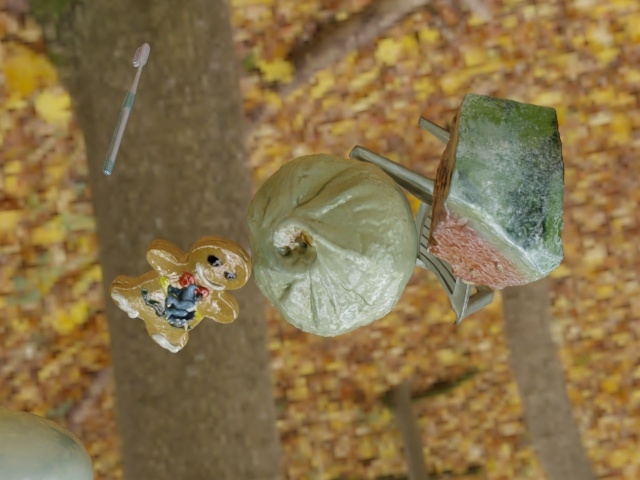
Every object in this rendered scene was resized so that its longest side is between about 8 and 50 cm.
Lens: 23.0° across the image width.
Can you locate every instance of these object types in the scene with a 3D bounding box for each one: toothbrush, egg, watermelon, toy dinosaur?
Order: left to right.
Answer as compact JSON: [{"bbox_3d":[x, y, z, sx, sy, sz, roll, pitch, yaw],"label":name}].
[{"bbox_3d":[-0.473,0.330,2.049,0.371,0.230,0.230,-14,167,10],"label":"egg"},{"bbox_3d":[-0.200,-0.135,1.608,0.014,0.167,0.011,-17,139,38],"label":"toothbrush"},{"bbox_3d":[-0.180,0.083,2.062,0.047,0.030,0.083,4,137,-12],"label":"toy dinosaur"},{"bbox_3d":[0.183,-0.036,1.837,0.140,0.193,0.256,8,163,-12],"label":"watermelon"}]

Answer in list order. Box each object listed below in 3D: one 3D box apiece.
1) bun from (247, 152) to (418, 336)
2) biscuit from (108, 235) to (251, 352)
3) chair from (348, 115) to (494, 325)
[{"bbox_3d":[0.000,0.000,1.628,0.195,0.195,0.118,-18,166,36],"label":"bun"},{"bbox_3d":[-0.185,0.068,2.150,0.158,0.035,0.240,40,133,-16],"label":"biscuit"},{"bbox_3d":[0.161,-0.020,2.128,0.190,0.203,0.275,-16,-147,-42],"label":"chair"}]
